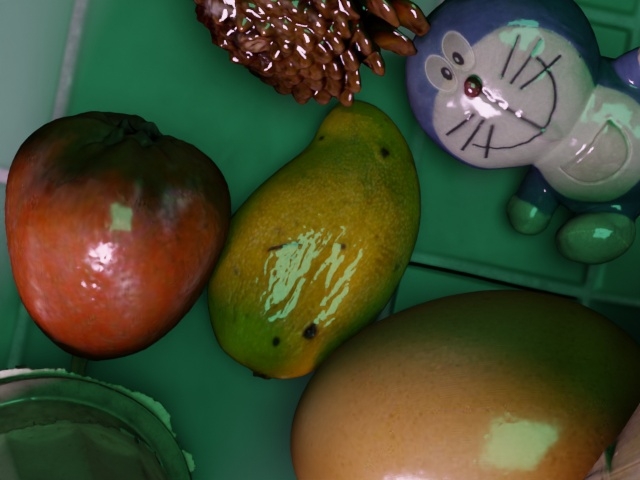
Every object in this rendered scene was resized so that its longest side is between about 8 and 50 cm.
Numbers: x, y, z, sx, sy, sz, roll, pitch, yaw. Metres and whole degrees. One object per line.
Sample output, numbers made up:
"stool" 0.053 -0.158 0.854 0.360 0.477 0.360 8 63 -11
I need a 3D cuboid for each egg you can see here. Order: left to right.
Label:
"egg" 0.135 0.167 1.570 0.322 0.250 0.250 -3 89 4

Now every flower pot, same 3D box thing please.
"flower pot" -0.216 0.277 1.495 0.290 0.259 0.290 -6 114 -14

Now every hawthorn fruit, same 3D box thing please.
"hawthorn fruit" -0.180 0.015 1.592 0.199 0.199 0.251 11 112 -4

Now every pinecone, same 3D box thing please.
"pinecone" 0.014 -0.265 1.582 0.246 0.246 0.292 35 74 -3

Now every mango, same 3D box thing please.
"mango" 0.000 0.000 1.633 0.157 0.109 0.262 28 85 0

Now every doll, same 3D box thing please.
"doll" 0.200 -0.119 1.623 0.258 0.154 0.228 29 124 -14

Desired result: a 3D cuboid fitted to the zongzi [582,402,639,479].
"zongzi" 0.274 0.137 1.407 0.392 0.174 0.356 -11 61 25
